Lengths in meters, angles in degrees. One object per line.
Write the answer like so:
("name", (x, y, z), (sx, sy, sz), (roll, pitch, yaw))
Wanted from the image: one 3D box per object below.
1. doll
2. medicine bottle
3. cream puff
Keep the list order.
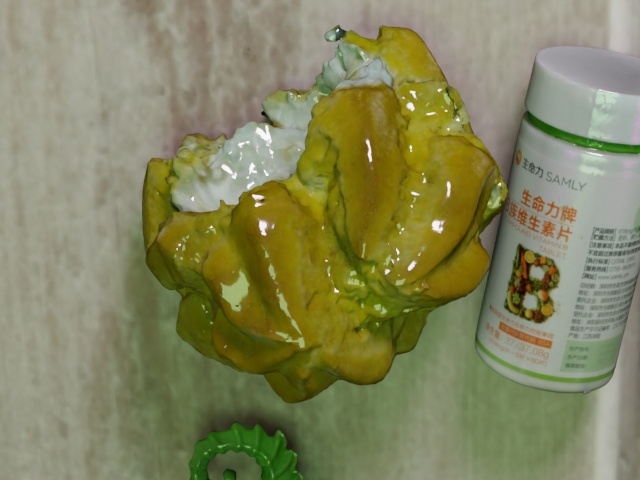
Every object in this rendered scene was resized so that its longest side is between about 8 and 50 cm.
("doll", (-0.046, 0.201, 1.224), (0.115, 0.050, 0.190), (6, 110, -1))
("medicine bottle", (0.145, -0.011, 1.092), (0.086, 0.086, 0.183), (11, 112, 4))
("cream puff", (0.003, 0.005, 1.074), (0.221, 0.194, 0.194), (-33, 103, 22))
